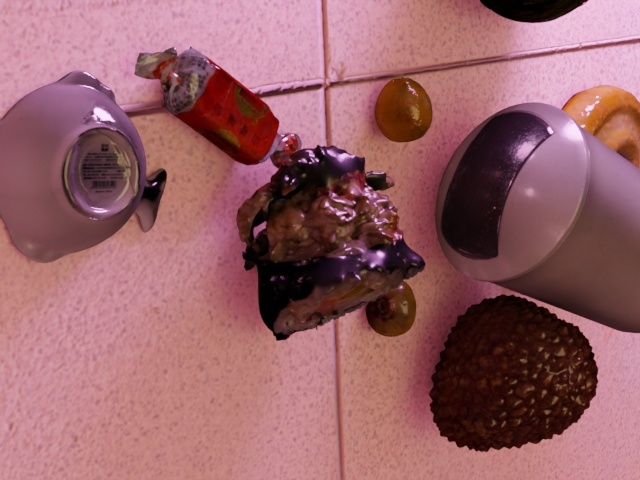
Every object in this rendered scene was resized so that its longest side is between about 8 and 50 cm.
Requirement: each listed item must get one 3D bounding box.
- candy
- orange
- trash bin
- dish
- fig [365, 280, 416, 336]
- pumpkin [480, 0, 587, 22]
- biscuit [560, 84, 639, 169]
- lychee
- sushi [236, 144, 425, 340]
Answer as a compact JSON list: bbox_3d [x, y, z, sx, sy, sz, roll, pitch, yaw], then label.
[{"bbox_3d":[-0.122,-0.163,1.403,0.292,0.059,0.086,36,76,-42],"label":"candy"},{"bbox_3d":[0.121,-0.188,1.618,0.085,0.085,0.095,-19,113,-41],"label":"orange"},{"bbox_3d":[0.384,-0.028,1.743,0.432,0.280,0.280,23,82,-37],"label":"trash bin"},{"bbox_3d":[-0.257,-0.074,1.276,0.246,0.078,0.224,20,83,-45],"label":"dish"},{"bbox_3d":[0.112,0.102,1.679,0.098,0.082,0.084,13,53,-60],"label":"fig"},{"bbox_3d":[0.329,-0.478,1.668,0.320,0.192,0.320,-29,127,-49],"label":"pumpkin"},{"bbox_3d":[0.494,-0.163,1.982,0.274,0.091,0.213,-37,124,-31],"label":"biscuit"},{"bbox_3d":[0.289,0.218,1.761,0.271,0.271,0.271,-11,106,-43],"label":"lychee"},{"bbox_3d":[-0.002,-0.005,1.460,0.218,0.225,0.238,65,10,4],"label":"sushi"}]
